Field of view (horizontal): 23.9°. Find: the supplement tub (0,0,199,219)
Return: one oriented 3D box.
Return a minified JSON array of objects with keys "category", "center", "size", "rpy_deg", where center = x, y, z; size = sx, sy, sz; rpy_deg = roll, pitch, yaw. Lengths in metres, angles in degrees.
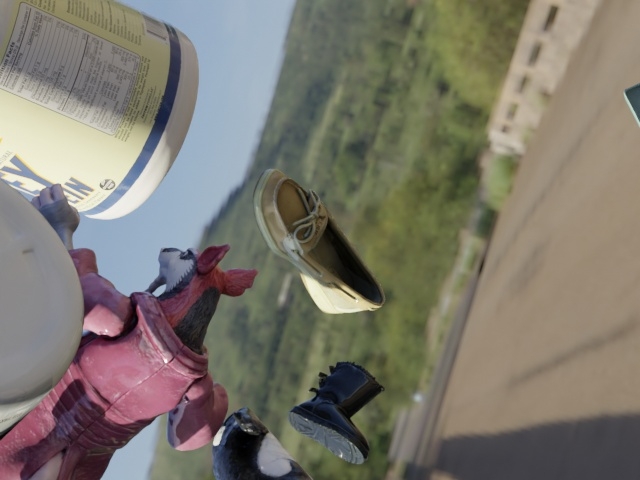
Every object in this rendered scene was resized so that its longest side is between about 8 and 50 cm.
[{"category":"supplement tub","center":[-0.320,-0.178,1.616],"size":[0.235,0.325,0.235],"rpy_deg":[-34,44,42]}]

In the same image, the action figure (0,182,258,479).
[{"category":"action figure","center":[-0.206,0.129,1.275],"size":[0.370,0.248,0.275],"rpy_deg":[-42,18,16]}]

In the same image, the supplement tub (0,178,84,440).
[{"category":"supplement tub","center":[-0.339,0.103,1.137],"size":[0.338,0.207,0.207],"rpy_deg":[-42,21,42]}]

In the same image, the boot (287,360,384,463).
[{"category":"boot","center":[0.033,0.190,1.697],"size":[0.099,0.121,0.045],"rpy_deg":[-39,-45,-31]}]

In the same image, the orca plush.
[{"category":"orca plush","center":[-0.038,0.247,1.297],"size":[0.102,0.287,0.151],"rpy_deg":[-42,-44,-6]}]

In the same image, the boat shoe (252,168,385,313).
[{"category":"boat shoe","center":[0.000,0.002,1.158],"size":[0.153,0.048,0.056],"rpy_deg":[59,-135,-38]}]

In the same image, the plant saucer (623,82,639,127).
[{"category":"plant saucer","center":[0.447,-0.182,1.801],"size":[0.067,0.192,0.018],"rpy_deg":[64,160,4]}]
